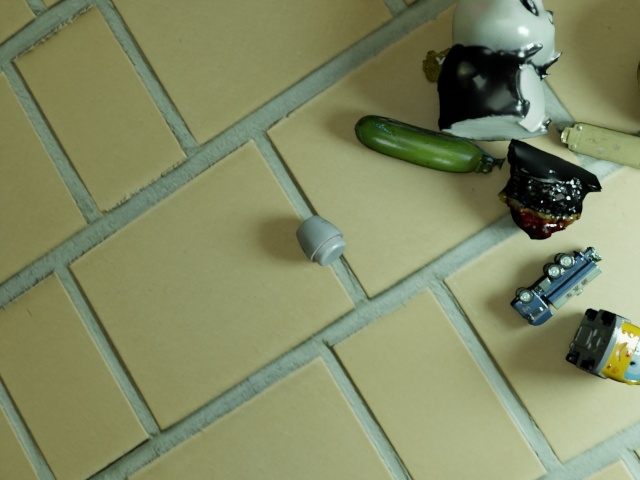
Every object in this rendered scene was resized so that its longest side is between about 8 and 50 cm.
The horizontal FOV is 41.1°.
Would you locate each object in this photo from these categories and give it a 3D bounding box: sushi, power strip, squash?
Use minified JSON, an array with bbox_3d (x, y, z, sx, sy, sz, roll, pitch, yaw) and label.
[{"bbox_3d":[0.449,-0.087,1.727,0.172,0.153,0.150,16,120,-5],"label":"sushi"},{"bbox_3d":[0.632,-0.186,1.745,0.306,0.044,0.064,16,107,11],"label":"power strip"},{"bbox_3d":[0.227,-0.197,1.817,0.332,0.087,0.087,17,90,10],"label":"squash"}]

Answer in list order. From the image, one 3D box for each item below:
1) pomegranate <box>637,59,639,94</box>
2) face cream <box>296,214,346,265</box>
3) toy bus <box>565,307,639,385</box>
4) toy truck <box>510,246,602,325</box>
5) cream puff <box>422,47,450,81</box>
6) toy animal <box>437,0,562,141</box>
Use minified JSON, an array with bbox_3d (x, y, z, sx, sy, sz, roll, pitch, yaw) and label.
[{"bbox_3d":[0.747,-0.302,1.626,0.281,0.281,0.281,-1,86,12],"label":"pomegranate"},{"bbox_3d":[0.000,0.000,1.846,0.091,0.091,0.095,-44,71,6],"label":"face cream"},{"bbox_3d":[0.574,0.212,1.657,0.136,0.209,0.126,23,90,2],"label":"toy bus"},{"bbox_3d":[0.488,0.089,1.752,0.202,0.074,0.088,-42,88,6],"label":"toy truck"},{"bbox_3d":[0.261,-0.378,1.832,0.083,0.058,0.083,36,95,13],"label":"cream puff"},{"bbox_3d":[0.355,-0.372,1.724,0.251,0.251,0.309,3,82,12],"label":"toy animal"}]
